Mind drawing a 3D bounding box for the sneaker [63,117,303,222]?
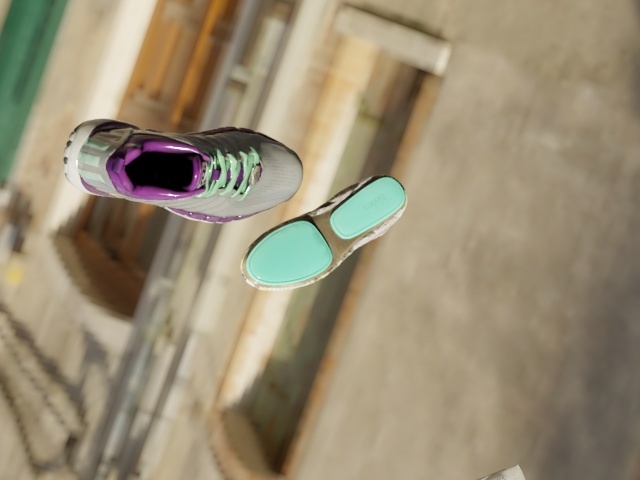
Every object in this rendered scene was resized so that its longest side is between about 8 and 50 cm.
[{"bbox_3d":[-0.095,-0.049,1.619,0.224,0.083,0.098,2,-169,-35],"label":"sneaker"}]

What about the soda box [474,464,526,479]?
[{"bbox_3d":[0.132,0.285,1.179,0.098,0.091,0.286,73,176,-58],"label":"soda box"}]

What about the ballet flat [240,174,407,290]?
[{"bbox_3d":[0.000,0.000,1.162,0.114,0.041,0.041,-30,-149,-22],"label":"ballet flat"}]
